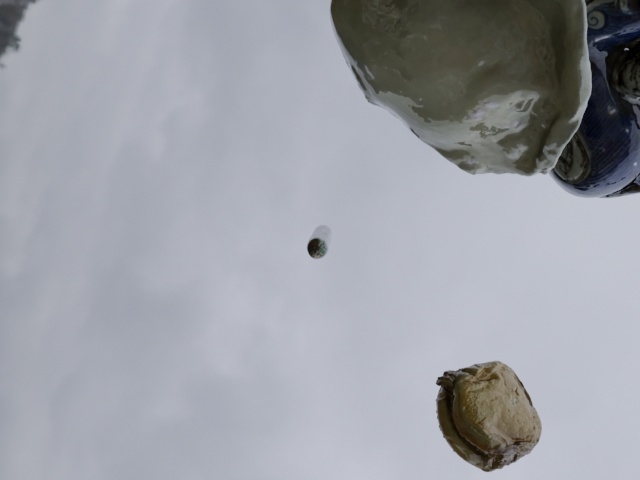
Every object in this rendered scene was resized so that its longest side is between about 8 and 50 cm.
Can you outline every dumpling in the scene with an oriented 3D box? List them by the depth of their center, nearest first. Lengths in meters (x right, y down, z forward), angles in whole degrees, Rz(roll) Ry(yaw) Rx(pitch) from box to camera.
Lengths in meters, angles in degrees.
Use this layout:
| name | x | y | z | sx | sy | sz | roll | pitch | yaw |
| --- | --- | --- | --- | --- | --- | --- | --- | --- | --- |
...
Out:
| name | x | y | z | sx | sy | sz | roll | pitch | yaw |
| --- | --- | --- | --- | --- | --- | --- | --- | --- | --- |
| dumpling | 0.099 | -0.161 | 0.544 | 0.258 | 0.147 | 0.193 | 61 | -31 | -1 |

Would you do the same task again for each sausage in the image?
| name | x | y | z | sx | sy | sz | roll | pitch | yaw |
| --- | --- | --- | --- | --- | --- | --- | --- | --- | --- |
| sausage | 0.000 | 0.000 | 1.206 | 0.269 | 0.033 | 0.032 | -69 | 178 | -84 |

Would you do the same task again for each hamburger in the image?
| name | x | y | z | sx | sy | sz | roll | pitch | yaw |
| --- | --- | --- | --- | --- | --- | --- | --- | --- | --- |
| hamburger | 0.227 | 0.239 | 1.095 | 0.083 | 0.138 | 0.147 | -48 | -119 | 43 |

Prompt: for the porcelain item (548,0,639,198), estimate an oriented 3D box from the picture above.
| name | x | y | z | sx | sy | sz | roll | pitch | yaw |
| --- | --- | --- | --- | --- | --- | --- | --- | --- | --- |
| porcelain item | 0.300 | -0.180 | 0.838 | 0.186 | 0.138 | 0.288 | 4 | -61 | 51 |
